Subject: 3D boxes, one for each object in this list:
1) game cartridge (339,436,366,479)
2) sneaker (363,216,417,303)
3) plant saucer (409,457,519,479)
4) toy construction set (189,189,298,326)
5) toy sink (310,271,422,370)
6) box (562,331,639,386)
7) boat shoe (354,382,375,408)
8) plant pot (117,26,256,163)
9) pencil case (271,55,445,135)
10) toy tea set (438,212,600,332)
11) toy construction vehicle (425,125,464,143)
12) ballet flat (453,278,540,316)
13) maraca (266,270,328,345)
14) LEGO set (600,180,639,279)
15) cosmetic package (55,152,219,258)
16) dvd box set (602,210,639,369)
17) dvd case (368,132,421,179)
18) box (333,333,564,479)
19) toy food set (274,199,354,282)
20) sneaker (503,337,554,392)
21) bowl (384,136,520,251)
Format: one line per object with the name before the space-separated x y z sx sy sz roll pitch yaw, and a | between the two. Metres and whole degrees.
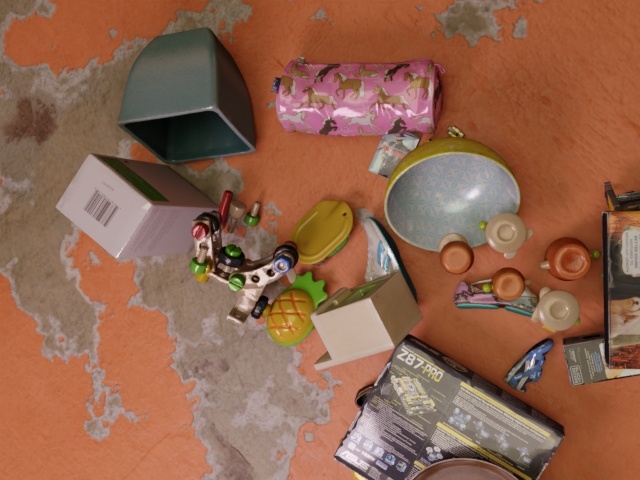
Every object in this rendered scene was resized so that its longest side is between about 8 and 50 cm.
game cartridge | 0.240 0.526 1.812 0.324 0.053 0.285 -28 81 18
sneaker | 0.140 0.057 1.833 0.092 0.087 0.228 -24 82 17
plant saucer | 0.307 0.595 1.647 0.311 0.050 0.310 1 93 14
toy construction set | -0.209 0.057 1.864 0.258 0.308 0.237 10 119 -21
toy sink | 0.079 0.176 1.770 0.234 0.153 0.131 -23 97 38
box | 0.655 0.226 1.643 0.290 0.169 0.087 -12 85 17
boat shoe | 0.179 0.348 1.829 0.207 0.073 0.073 -21 82 14
plant pot | -0.307 -0.355 1.888 0.248 0.247 0.252 -6 72 16
pencil case | 0.091 -0.328 1.813 0.386 0.167 0.160 4 54 16
toy tea set | 0.424 0.048 1.716 0.336 0.124 0.200 26 97 7
toy construction vehicle | 0.294 -0.215 1.813 0.098 0.035 0.086 46 102 11
ballet flat | 0.408 0.125 1.766 0.222 0.077 0.079 8 79 18
maraca | -0.056 0.162 1.884 0.127 0.099 0.185 32 90 26
LEGO set | 0.730 -0.028 1.645 0.332 0.192 0.254 -17 114 18
cosmetic package | -0.411 -0.076 1.847 0.197 0.365 0.155 38 101 10
dvd box set | 0.751 0.091 1.490 0.421 0.062 0.307 0 92 10
dvd case | 0.173 -0.202 1.860 0.087 0.013 0.119 25 96 15
box | 0.272 0.437 1.721 0.395 0.097 0.318 30 101 13
toy food set | 0.000 0.000 1.889 0.218 0.071 0.128 -41 56 10
sneaker | 0.470 0.275 1.756 0.059 0.053 0.144 43 109 13
bowl | 0.280 -0.127 1.740 0.290 0.289 0.156 -15 43 16
